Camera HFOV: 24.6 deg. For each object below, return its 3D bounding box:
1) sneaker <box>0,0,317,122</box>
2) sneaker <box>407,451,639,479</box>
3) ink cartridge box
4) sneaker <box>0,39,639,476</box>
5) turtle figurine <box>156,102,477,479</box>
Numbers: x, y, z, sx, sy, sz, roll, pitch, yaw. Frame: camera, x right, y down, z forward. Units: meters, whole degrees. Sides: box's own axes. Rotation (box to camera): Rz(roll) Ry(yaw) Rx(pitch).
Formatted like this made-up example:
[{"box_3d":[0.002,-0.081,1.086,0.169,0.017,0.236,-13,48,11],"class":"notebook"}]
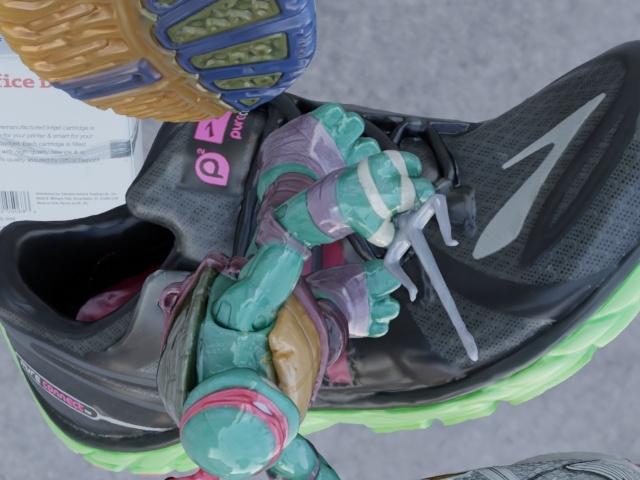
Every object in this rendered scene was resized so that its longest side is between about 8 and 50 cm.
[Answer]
[{"box_3d":[-0.080,-0.151,0.483,0.112,0.131,0.296,-14,151,13],"class":"sneaker"},{"box_3d":[0.050,0.149,0.667,0.225,0.088,0.093,-18,160,26],"class":"sneaker"},{"box_3d":[-0.231,-0.091,1.258,0.153,0.087,0.208,1,128,-2],"class":"ink cartridge box"},{"box_3d":[0.000,0.000,0.847,0.483,0.185,0.202,-22,126,22],"class":"sneaker"},{"box_3d":[-0.006,0.040,0.577,0.118,0.234,0.175,8,115,1],"class":"turtle figurine"}]
